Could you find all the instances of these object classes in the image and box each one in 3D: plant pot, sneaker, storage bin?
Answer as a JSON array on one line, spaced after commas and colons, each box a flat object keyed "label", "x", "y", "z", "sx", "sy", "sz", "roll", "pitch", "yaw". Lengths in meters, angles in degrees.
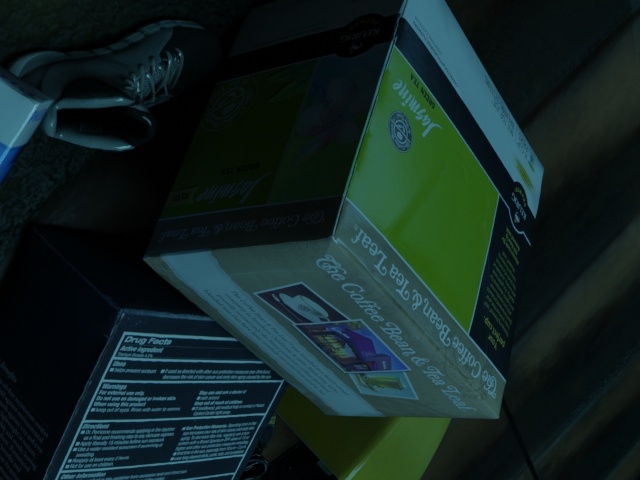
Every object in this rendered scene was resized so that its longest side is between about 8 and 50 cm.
[{"label": "plant pot", "x": 0.063, "y": 0.240, "z": 1.332, "sx": 0.187, "sy": 0.212, "sz": 0.212, "roll": -43, "pitch": 144, "yaw": -9}, {"label": "sneaker", "x": -0.165, "y": -0.133, "z": 0.871, "sx": 0.229, "sy": 0.132, "sz": 0.086, "roll": -23, "pitch": 134, "yaw": -32}, {"label": "storage bin", "x": 0.015, "y": 0.372, "z": 1.471, "sx": 0.180, "sy": 0.122, "sz": 0.084, "roll": -32, "pitch": 138, "yaw": -24}]

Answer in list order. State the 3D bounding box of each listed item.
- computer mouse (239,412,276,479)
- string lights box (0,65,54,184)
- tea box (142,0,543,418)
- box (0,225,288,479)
[{"label": "computer mouse", "x": -0.128, "y": 0.276, "z": 1.299, "sx": 0.184, "sy": 0.060, "sz": 0.262, "roll": -24, "pitch": 135, "yaw": -30}, {"label": "string lights box", "x": -0.344, "y": -0.040, "z": 0.756, "sx": 0.133, "sy": 0.077, "sz": 0.259, "roll": 33, "pitch": 95, "yaw": -10}, {"label": "tea box", "x": 0.049, "y": -0.032, "z": 0.952, "sx": 0.329, "sy": 0.220, "sz": 0.323, "roll": 48, "pitch": 48, "yaw": -40}, {"label": "box", "x": -0.205, "y": 0.163, "z": 1.026, "sx": 0.296, "sy": 0.183, "sz": 0.294, "roll": 11, "pitch": 110, "yaw": -52}]
